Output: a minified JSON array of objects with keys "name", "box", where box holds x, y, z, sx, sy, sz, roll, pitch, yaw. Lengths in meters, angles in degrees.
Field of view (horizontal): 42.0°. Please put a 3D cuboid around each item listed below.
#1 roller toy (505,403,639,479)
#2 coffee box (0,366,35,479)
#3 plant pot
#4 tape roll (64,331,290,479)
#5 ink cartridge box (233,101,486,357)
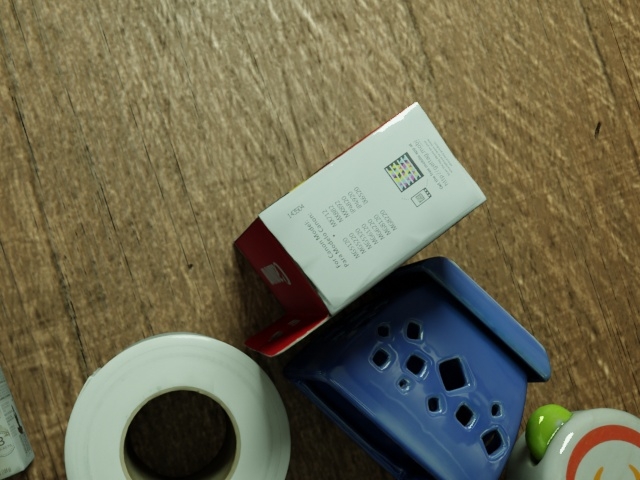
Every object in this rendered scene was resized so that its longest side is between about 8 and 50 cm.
[{"name":"roller toy","box":[0.345,0.319,1.075,0.191,0.146,0.209,2,74,-14]},{"name":"coffee box","box":[-0.446,0.172,0.965,0.141,0.098,0.246,-22,89,-12]},{"name":"plant pot","box":[0.122,0.158,1.011,0.236,0.236,0.212,43,73,-4]},{"name":"tape roll","box":[-0.166,0.230,0.977,0.246,0.169,0.246,1,85,-11]},{"name":"ink cartridge box","box":[0.000,0.000,0.956,0.272,0.309,0.130,-36,92,-12]}]
